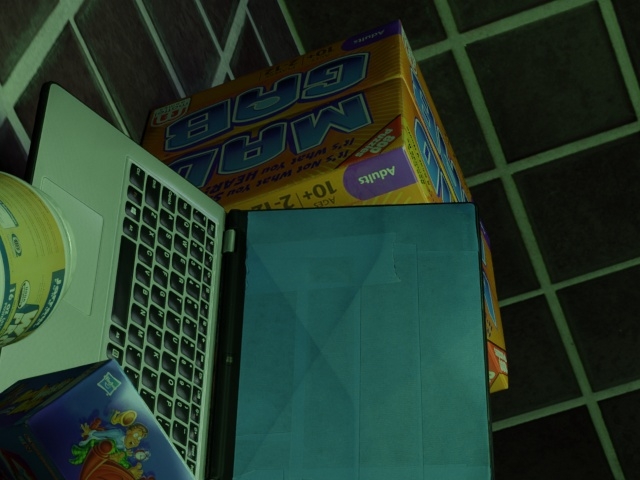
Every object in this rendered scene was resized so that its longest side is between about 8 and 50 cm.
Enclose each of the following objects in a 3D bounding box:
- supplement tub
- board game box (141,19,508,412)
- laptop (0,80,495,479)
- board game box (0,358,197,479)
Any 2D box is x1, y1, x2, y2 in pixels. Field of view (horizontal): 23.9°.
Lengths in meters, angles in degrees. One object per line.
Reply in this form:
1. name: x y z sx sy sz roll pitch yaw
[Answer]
1. supplement tub: -0.278 0.019 1.160 0.200 0.144 0.144 -25 97 -77
2. board game box: 0.000 0.000 1.900 0.356 0.356 0.356 -87 155 -59
3. laptop: -0.057 0.053 1.396 0.408 0.236 0.382 38 39 -37
4. board game box: -0.125 0.258 1.124 0.347 0.078 0.233 57 -27 -8
